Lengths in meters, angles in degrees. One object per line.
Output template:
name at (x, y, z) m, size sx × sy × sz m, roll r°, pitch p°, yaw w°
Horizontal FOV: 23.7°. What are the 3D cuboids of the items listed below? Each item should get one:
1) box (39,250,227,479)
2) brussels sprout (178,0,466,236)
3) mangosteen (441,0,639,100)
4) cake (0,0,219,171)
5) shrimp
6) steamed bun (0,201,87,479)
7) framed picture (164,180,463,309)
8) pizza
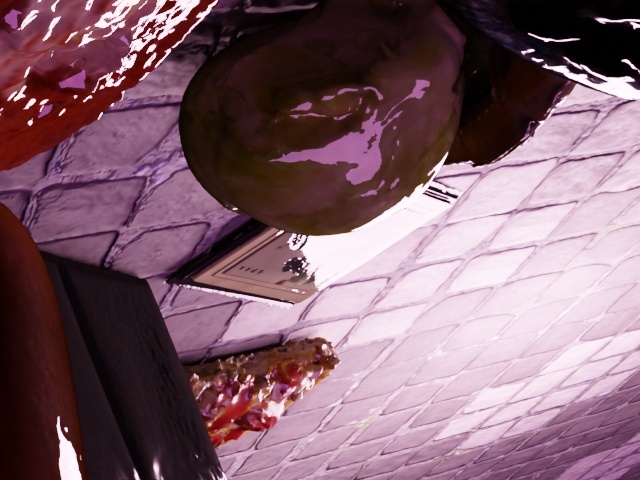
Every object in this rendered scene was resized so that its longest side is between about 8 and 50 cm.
box at (-0.277, 0.173, 1.090) m, size 0.345 × 0.204 × 0.251 m, roll -32°, pitch 158°, yaw 18°
brussels sprout at (0.006, -0.078, 0.924) m, size 0.183 × 0.131 × 0.145 m, roll -23°, pitch 137°, yaw -1°
mangosteen at (0.153, -0.206, 0.607) m, size 0.300 × 0.300 × 0.300 m, roll -21°, pitch 158°, yaw -9°
cake at (-0.140, -0.131, 0.615) m, size 0.283 × 0.151 × 0.177 m, roll -42°, pitch 170°, yaw 31°
shrimp at (0.102, -0.101, 0.956) m, size 0.062 × 0.154 × 0.294 m, roll 16°, pitch 153°, yaw -14°
steamed bun at (-0.280, 0.135, 0.812) m, size 0.379 × 0.235 × 0.248 m, roll -28°, pitch 148°, yaw 23°
framed picture at (0.000, 0.000, 1.241) m, size 0.199 × 0.010 × 0.195 m, roll -33°, pitch 156°, yaw 22°
pizza at (-0.088, 0.151, 1.432) m, size 0.188 × 0.062 × 0.199 m, roll -39°, pitch 153°, yaw 29°
